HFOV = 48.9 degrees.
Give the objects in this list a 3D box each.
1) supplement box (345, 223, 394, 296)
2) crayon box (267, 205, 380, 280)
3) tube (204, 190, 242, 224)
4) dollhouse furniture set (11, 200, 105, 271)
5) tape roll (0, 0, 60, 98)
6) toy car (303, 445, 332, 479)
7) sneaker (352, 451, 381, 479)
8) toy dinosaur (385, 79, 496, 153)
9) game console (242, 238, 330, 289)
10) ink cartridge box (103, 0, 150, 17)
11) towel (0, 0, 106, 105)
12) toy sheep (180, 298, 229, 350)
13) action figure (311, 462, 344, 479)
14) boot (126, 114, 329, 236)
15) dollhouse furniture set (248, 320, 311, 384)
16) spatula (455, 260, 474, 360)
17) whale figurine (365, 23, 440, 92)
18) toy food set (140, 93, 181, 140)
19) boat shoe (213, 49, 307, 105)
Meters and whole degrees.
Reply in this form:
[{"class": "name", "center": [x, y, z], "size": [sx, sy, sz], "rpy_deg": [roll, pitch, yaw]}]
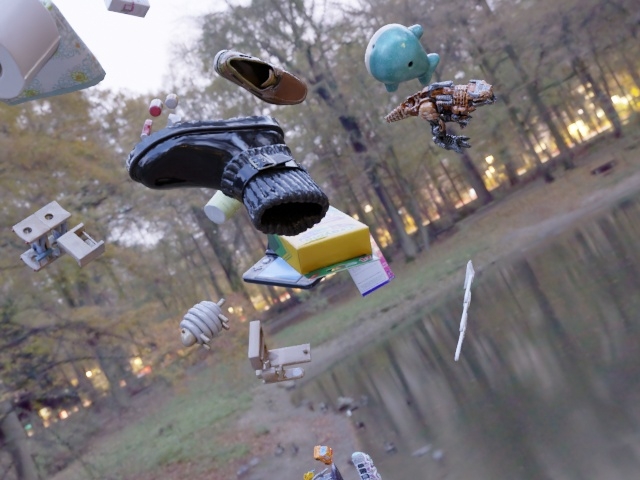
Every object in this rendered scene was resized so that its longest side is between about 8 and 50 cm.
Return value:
[{"class": "supplement box", "center": [0.148, 0.065, 2.412], "size": [0.114, 0.220, 0.111], "rpy_deg": [-31, -3, 17]}, {"class": "crayon box", "center": [0.000, 0.000, 1.840], "size": [0.202, 0.081, 0.318], "rpy_deg": [-17, 21, -18]}, {"class": "tube", "center": [-0.189, -0.137, 1.694], "size": [0.062, 0.070, 0.240], "rpy_deg": [14, 47, 25]}, {"class": "dollhouse furniture set", "center": [-0.639, 0.026, 1.731], "size": [0.129, 0.183, 0.129], "rpy_deg": [-42, -21, -34]}, {"class": "tape roll", "center": [-0.783, -0.490, 1.699], "size": [0.246, 0.246, 0.169], "rpy_deg": [-31, 30, 49]}, {"class": "toy car", "center": [0.005, 0.554, 1.728], "size": [0.040, 0.060, 0.122], "rpy_deg": [-37, 15, 32]}, {"class": "sneaker", "center": [0.096, 0.491, 1.456], "size": [0.038, 0.098, 0.069], "rpy_deg": [-31, 16, 20]}, {"class": "toy dinosaur", "center": [0.337, -0.374, 1.962], "size": [0.322, 0.218, 0.164], "rpy_deg": [21, 79, 43]}, {"class": "game console", "center": [-0.100, 0.020, 2.320], "size": [0.293, 0.173, 0.250], "rpy_deg": [4, 30, 35]}, {"class": "ink cartridge box", "center": [-0.576, -0.713, 2.071], "size": [0.122, 0.089, 0.052], "rpy_deg": [-1, -32, -43]}, {"class": "towel", "center": [-0.881, -0.545, 2.093], "size": [0.374, 0.090, 0.320], "rpy_deg": [-13, -25, 8]}, {"class": "toy sheep", "center": [-0.243, 0.173, 1.480], "size": [0.132, 0.091, 0.091], "rpy_deg": [-46, 8, -34]}, {"class": "action figure", "center": [-0.074, 0.583, 1.476], "size": [0.285, 0.185, 0.099], "rpy_deg": [-24, -43, -2]}, {"class": "boot", "center": [-0.179, -0.111, 1.371], "size": [0.347, 0.260, 0.131], "rpy_deg": [-16, -32, -19]}, {"class": "dollhouse furniture set", "center": [-0.096, 0.272, 1.726], "size": [0.123, 0.151, 0.144], "rpy_deg": [-10, 40, 5]}, {"class": "spatula", "center": [0.301, 0.144, 1.476], "size": [0.019, 0.168, 0.242], "rpy_deg": [10, 14, 14]}, {"class": "whale figurine", "center": [0.267, -0.540, 2.128], "size": [0.272, 0.141, 0.216], "rpy_deg": [11, -67, -39]}, {"class": "toy food set", "center": [-0.518, -0.355, 2.280], "size": [0.104, 0.111, 0.232], "rpy_deg": [-94, 19, -55]}, {"class": "boat shoe", "center": [-0.161, -0.465, 2.059], "size": [0.307, 0.111, 0.104], "rpy_deg": [12, 8, -31]}]
